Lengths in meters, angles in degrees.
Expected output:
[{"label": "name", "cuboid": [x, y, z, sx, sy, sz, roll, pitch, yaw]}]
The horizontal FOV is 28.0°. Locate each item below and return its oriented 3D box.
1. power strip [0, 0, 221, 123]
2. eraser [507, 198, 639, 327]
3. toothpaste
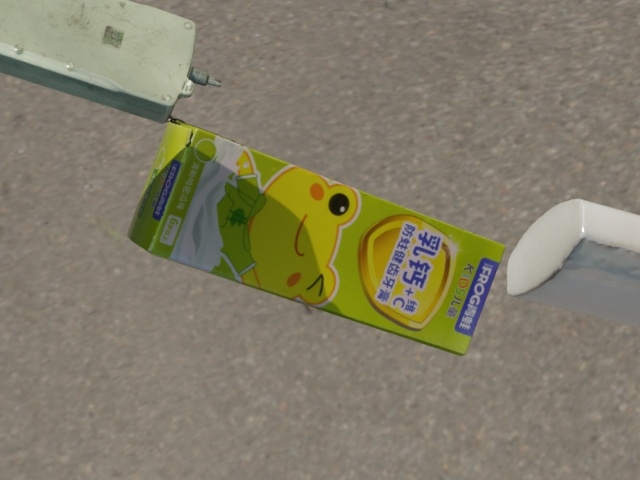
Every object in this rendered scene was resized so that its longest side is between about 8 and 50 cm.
[{"label": "power strip", "cuboid": [-0.176, -0.140, 0.877, 0.227, 0.080, 0.029, 18, 148, -10]}, {"label": "eraser", "cuboid": [0.376, 0.040, 1.493, 0.270, 0.094, 0.174, 14, 152, -15]}, {"label": "toothpaste", "cuboid": [0.000, 0.000, 1.105, 0.077, 0.328, 0.110, 22, 92, 64]}]
